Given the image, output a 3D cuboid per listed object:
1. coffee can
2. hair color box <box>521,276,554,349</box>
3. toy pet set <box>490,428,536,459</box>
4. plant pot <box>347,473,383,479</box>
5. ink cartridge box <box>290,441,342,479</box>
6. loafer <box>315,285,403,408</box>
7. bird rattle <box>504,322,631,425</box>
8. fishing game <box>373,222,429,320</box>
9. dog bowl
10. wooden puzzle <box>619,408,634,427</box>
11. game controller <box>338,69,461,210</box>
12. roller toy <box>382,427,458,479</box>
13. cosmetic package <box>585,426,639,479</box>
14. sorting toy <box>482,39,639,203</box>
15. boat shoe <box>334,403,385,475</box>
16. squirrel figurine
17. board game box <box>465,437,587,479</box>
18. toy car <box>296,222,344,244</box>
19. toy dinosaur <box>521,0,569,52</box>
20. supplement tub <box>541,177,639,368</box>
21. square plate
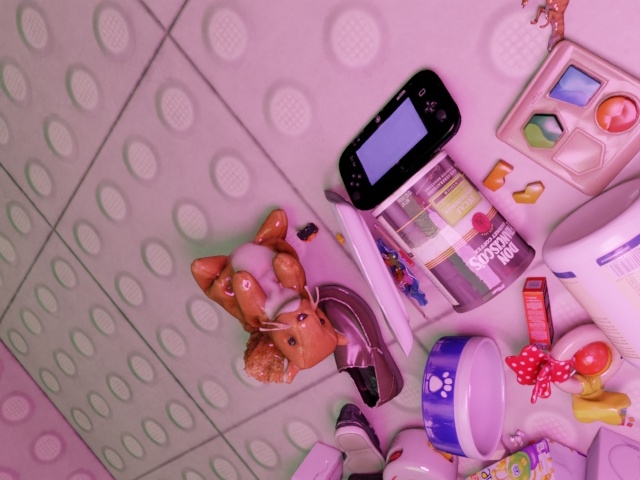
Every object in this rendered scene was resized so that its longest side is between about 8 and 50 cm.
[{"bbox_3d":[0.268,-0.018,1.072,0.275,0.201,0.201,49,128,2],"label":"coffee can"},{"bbox_3d":[0.469,0.157,1.119,0.043,0.072,0.141,-4,112,32],"label":"hair color box"},{"bbox_3d":[0.467,0.524,1.326,0.114,0.065,0.122,3,124,-8],"label":"toy pet set"},{"bbox_3d":[0.153,0.796,1.534,0.188,0.187,0.167,-13,120,36],"label":"plant pot"},{"bbox_3d":[-0.008,0.800,1.665,0.100,0.172,0.237,13,119,26],"label":"ink cartridge box"},{"bbox_3d":[0.096,0.285,1.371,0.134,0.130,0.365,-29,96,38],"label":"loafer"},{"bbox_3d":[0.526,0.256,1.080,0.254,0.143,0.206,32,102,-14],"label":"bird rattle"},{"bbox_3d":[0.173,0.075,1.172,0.189,0.041,0.264,52,173,35],"label":"fishing game"},{"bbox_3d":[0.330,0.350,1.177,0.104,0.265,0.264,-4,111,35],"label":"dog bowl"},{"bbox_3d":[0.655,0.390,1.163,0.083,0.006,0.049,6,116,29],"label":"wooden puzzle"},{"bbox_3d":[0.156,-0.206,1.106,0.319,0.067,0.166,-43,64,37],"label":"game controller"},{"bbox_3d":[0.274,0.615,1.417,0.191,0.146,0.209,-2,121,24],"label":"roller toy"},{"bbox_3d":[0.733,0.572,1.031,0.378,0.284,0.097,20,122,21],"label":"cosmetic package"},{"bbox_3d":[0.452,-0.179,0.972,0.229,0.041,0.307,34,129,9],"label":"sorting toy"},{"bbox_3d":[0.111,0.585,1.521,0.127,0.113,0.340,-13,134,14],"label":"boat shoe"},{"bbox_3d":[-0.097,0.194,1.321,0.370,0.281,0.396,41,149,33],"label":"squirrel figurine"},{"bbox_3d":[0.502,0.613,1.252,0.144,0.142,0.275,27,128,-17],"label":"board game box"},{"bbox_3d":[0.000,0.000,1.338,0.122,0.060,0.040,26,156,26],"label":"toy car"},{"bbox_3d":[0.404,-0.434,0.882,0.112,0.064,0.211,5,128,3],"label":"toy dinosaur"},{"bbox_3d":[0.580,0.079,0.908,0.324,0.235,0.235,51,128,0],"label":"supplement tub"},{"bbox_3d":[0.106,0.047,1.160,0.049,0.347,0.343,-26,100,2],"label":"square plate"}]
